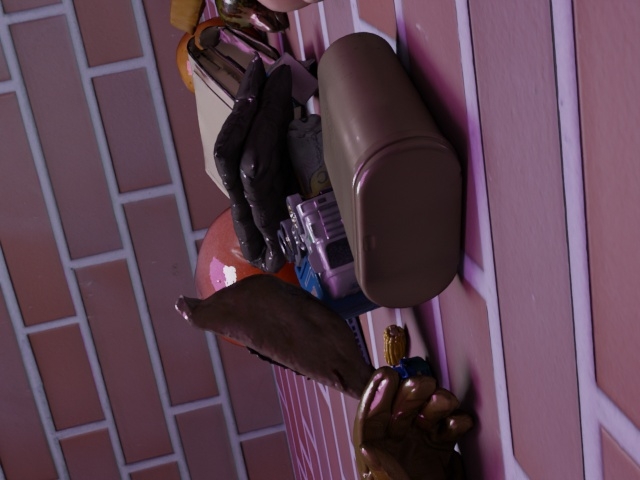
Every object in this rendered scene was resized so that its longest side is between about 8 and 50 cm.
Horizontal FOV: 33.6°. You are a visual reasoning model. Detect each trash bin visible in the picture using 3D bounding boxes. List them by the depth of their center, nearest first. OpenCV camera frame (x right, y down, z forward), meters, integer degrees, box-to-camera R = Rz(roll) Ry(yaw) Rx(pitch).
[{"bbox_3d":[0.074,-0.085,1.240,0.247,0.121,0.243,-108,9,-48],"label":"trash bin"}]

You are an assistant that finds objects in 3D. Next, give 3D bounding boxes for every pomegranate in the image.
[{"bbox_3d":[-0.136,-0.449,1.993,0.138,0.126,0.163,113,144,-55],"label":"pomegranate"},{"bbox_3d":[-0.217,-0.397,2.336,0.209,0.209,0.209,167,90,-81],"label":"pomegranate"}]

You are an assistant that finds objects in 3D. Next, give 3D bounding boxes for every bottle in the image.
[{"bbox_3d":[0.009,-0.082,1.768,0.083,0.083,0.269,-115,7,-53],"label":"bottle"}]

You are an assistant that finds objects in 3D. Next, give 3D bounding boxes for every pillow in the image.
[{"bbox_3d":[-0.093,-0.119,1.777,0.326,0.101,0.228,84,-162,-53],"label":"pillow"}]

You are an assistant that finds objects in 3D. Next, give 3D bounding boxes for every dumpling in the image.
[{"bbox_3d":[-0.025,0.116,1.462,0.086,0.332,0.166,-61,3,28],"label":"dumpling"}]

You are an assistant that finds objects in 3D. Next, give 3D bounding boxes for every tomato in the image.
[{"bbox_3d":[-0.144,0.069,2.327,0.341,0.273,0.341,168,90,-85],"label":"tomato"}]

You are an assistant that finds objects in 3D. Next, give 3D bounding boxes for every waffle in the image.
[{"bbox_3d":[-0.210,-0.567,1.980,0.348,0.077,0.304,147,140,-78],"label":"waffle"}]

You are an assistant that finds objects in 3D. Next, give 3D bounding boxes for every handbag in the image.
[{"bbox_3d":[-0.148,-0.231,2.123,0.237,0.160,0.358,40,154,26],"label":"handbag"}]

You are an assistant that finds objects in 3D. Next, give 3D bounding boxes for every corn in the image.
[{"bbox_3d":[0.113,0.162,1.614,0.092,0.037,0.037,90,165,-56],"label":"corn"}]

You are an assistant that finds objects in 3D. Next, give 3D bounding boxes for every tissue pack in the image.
[{"bbox_3d":[-0.045,-0.285,1.839,0.085,0.079,0.111,41,177,-9],"label":"tissue pack"}]

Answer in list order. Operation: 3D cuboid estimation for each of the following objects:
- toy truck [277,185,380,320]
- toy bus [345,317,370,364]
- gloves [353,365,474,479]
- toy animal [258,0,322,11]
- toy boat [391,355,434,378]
[{"bbox_3d":[0.033,0.018,1.568,0.367,0.146,0.175,104,144,-78],"label":"toy truck"},{"bbox_3d":[0.040,0.181,1.985,0.073,0.076,0.167,108,146,-76],"label":"toy bus"},{"bbox_3d":[0.126,0.294,1.371,0.141,0.154,0.331,-130,21,-67],"label":"gloves"},{"bbox_3d":[-0.053,-0.405,1.461,0.197,0.171,0.171,94,163,-87],"label":"toy animal"},{"bbox_3d":[0.115,0.258,1.504,0.091,0.110,0.175,-134,30,-69],"label":"toy boat"}]
